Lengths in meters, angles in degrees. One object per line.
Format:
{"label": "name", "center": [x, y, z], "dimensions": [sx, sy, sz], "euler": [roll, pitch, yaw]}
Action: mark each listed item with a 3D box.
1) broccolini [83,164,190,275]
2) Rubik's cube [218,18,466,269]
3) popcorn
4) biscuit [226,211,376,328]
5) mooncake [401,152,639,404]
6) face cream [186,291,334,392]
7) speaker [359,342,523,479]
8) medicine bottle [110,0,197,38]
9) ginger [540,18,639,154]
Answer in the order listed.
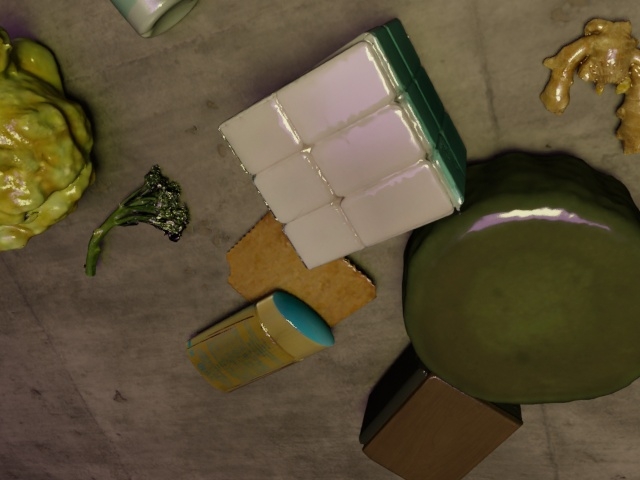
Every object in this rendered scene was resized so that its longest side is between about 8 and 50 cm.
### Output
{"label": "broccolini", "center": [-0.335, -0.006, 0.983], "dimensions": [0.271, 0.062, 0.123], "euler": [-41, 85, 23]}
{"label": "Rubik's cube", "center": [0.046, -0.129, 0.719], "dimensions": [0.222, 0.231, 0.224], "euler": [-24, 106, 25]}
{"label": "popcorn", "center": [-0.499, -0.139, 0.841], "dimensions": [0.336, 0.274, 0.279], "euler": [-28, 109, 25]}
{"label": "biscuit", "center": [-0.049, 0.069, 0.955], "dimensions": [0.232, 0.013, 0.237], "euler": [44, 126, -9]}
{"label": "mooncake", "center": [0.291, 0.058, 0.771], "dimensions": [0.357, 0.194, 0.356], "euler": [8, 122, 13]}
{"label": "face cream", "center": [-0.119, 0.191, 1.007], "dimensions": [0.285, 0.067, 0.139], "euler": [-30, 106, 32]}
{"label": "speaker", "center": [0.203, 0.292, 0.935], "dimensions": [0.193, 0.153, 0.230], "euler": [31, 120, -2]}
{"label": "medicine bottle", "center": [-0.314, -0.448, 0.724], "dimensions": [0.110, 0.110, 0.351], "euler": [-32, 104, 27]}
{"label": "ginger", "center": [0.387, -0.193, 0.694], "dimensions": [0.193, 0.052, 0.176], "euler": [0, 122, 17]}
